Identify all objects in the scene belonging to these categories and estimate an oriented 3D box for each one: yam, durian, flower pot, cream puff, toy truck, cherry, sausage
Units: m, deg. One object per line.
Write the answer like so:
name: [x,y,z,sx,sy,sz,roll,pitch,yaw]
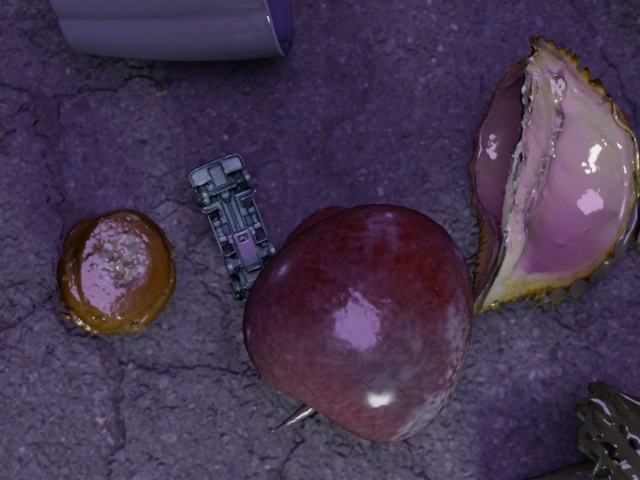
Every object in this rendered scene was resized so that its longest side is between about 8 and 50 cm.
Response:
yam: [0.268,0.279,1.691,0.179,0.078,0.078,-17,79,-6]
durian: [0.265,-0.054,1.730,0.195,0.185,0.305,8,88,-15]
flower pot: [-0.169,-0.311,1.725,0.243,0.265,0.265,-9,78,10]
cream puff: [-0.222,0.035,1.703,0.126,0.103,0.144,18,77,-13]
toy truck: [-0.091,-0.009,1.745,0.067,0.081,0.175,-22,99,-7]
cherry: [0.040,0.097,1.644,0.236,0.213,0.285,41,88,-25]
sausage: [0.000,0.000,1.747,0.094,0.054,0.059,-38,82,-10]

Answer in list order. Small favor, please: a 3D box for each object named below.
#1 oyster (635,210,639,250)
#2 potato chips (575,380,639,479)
oyster: [0.427,-0.065,1.750,0.110,0.166,0.341,18,92,-6]
potato chips: [0.420,0.308,1.643,0.373,0.097,0.389,-15,83,-39]
